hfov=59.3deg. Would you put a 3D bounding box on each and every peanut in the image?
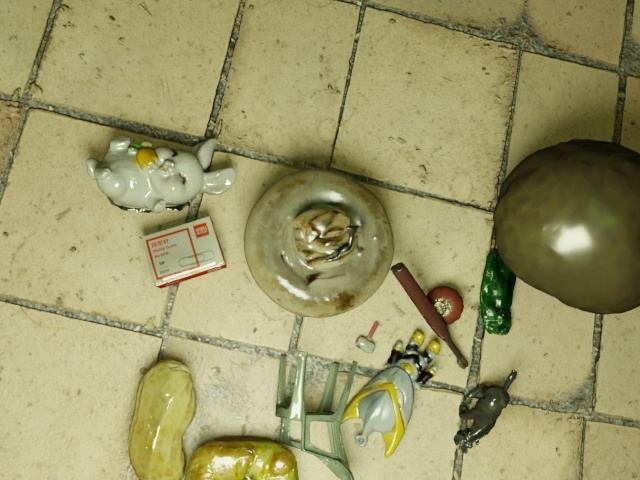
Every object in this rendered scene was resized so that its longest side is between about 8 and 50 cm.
[{"bbox_3d":[-0.364,0.430,1.296,0.146,0.147,0.306,10,80,-5],"label":"peanut"}]

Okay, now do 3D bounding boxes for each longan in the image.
[{"bbox_3d":[0.650,-0.039,1.366,0.435,0.404,0.404,29,79,0],"label":"longan"}]

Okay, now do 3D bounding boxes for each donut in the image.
[{"bbox_3d":[-0.183,0.563,1.299,0.261,0.128,0.209,9,81,-5],"label":"donut"}]

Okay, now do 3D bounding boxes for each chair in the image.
[{"bbox_3d":[-0.004,0.412,1.312,0.190,0.203,0.275,13,75,-16],"label":"chair"}]

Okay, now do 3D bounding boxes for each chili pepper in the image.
[{"bbox_3d":[0.469,0.136,1.480,0.097,0.061,0.225,8,81,-5],"label":"chili pepper"}]

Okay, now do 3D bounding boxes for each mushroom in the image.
[{"bbox_3d":[0.000,0.000,1.325,0.362,0.294,0.363,1,82,-7],"label":"mushroom"}]

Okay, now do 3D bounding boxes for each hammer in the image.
[{"bbox_3d":[0.127,0.245,1.438,0.052,0.031,0.083,32,73,-5],"label":"hammer"}]

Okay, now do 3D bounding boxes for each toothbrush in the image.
[{"bbox_3d":[0.278,0.193,1.394,0.041,0.041,0.364,-41,113,-11],"label":"toothbrush"}]

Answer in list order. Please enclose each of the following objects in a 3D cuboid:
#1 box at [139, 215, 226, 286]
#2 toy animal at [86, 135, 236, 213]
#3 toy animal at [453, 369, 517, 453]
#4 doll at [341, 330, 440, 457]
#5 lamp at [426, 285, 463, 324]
[{"bbox_3d":[-0.335,0.030,1.380,0.182,0.099,0.133,-16,82,-9],"label":"box"},{"bbox_3d":[-0.390,-0.166,1.384,0.325,0.154,0.209,-16,61,-29],"label":"toy animal"},{"bbox_3d":[0.411,0.422,1.382,0.084,0.148,0.233,43,79,0],"label":"toy animal"},{"bbox_3d":[0.185,0.375,1.389,0.145,0.103,0.316,37,73,4],"label":"doll"},{"bbox_3d":[0.317,0.167,1.442,0.101,0.090,0.101,2,95,27],"label":"lamp"}]
